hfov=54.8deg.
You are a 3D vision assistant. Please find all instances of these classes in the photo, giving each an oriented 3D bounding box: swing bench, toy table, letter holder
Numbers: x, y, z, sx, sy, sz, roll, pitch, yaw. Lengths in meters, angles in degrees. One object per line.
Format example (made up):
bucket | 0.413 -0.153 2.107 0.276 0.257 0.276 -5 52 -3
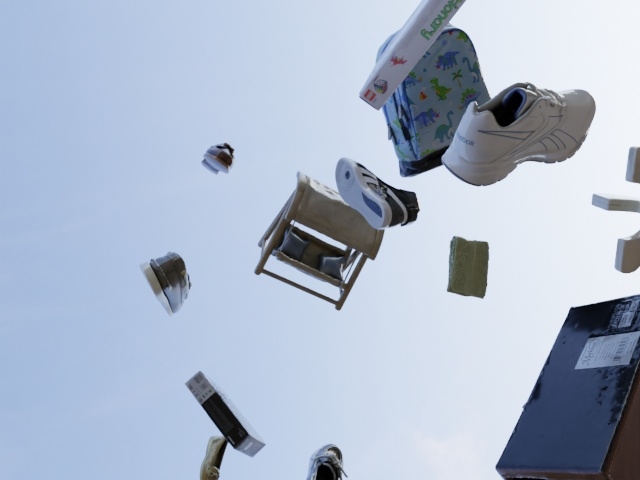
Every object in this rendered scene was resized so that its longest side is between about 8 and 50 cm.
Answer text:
swing bench | 0.000 0.000 1.583 0.253 0.165 0.254 25 -64 -15
toy table | 0.677 -0.060 1.221 0.161 0.274 0.252 -2 -87 -6
letter holder | 0.401 0.250 0.805 0.214 0.152 0.302 50 -126 -11

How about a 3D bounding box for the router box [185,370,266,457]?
router box | -0.199 0.368 1.303 0.046 0.179 0.133 -41 -28 -10

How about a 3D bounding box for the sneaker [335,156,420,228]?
sneaker | 0.122 -0.095 1.268 0.121 0.217 0.079 -2 -51 -30

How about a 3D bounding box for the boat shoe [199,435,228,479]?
boat shoe | -0.282 0.596 1.650 0.153 0.048 0.056 -80 -27 -43

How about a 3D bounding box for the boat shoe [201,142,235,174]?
boat shoe | -0.246 -0.208 1.515 0.073 0.207 0.073 40 -98 -19

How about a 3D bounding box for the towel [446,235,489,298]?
towel | 0.368 0.066 1.529 0.110 0.027 0.148 10 -101 -14

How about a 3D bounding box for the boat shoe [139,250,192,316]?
boat shoe | -0.351 0.104 1.463 0.091 0.305 0.109 -29 -102 -14

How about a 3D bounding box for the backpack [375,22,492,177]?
backpack | 0.281 -0.364 1.525 0.290 0.273 0.355 -20 -87 -1

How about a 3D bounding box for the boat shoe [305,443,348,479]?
boat shoe | 0.015 0.658 1.746 0.105 0.113 0.306 -48 -10 23

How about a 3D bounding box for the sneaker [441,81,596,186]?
sneaker | 0.324 -0.182 0.945 0.297 0.111 0.129 -25 -35 -26

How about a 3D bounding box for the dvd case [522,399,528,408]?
dvd case | 0.586 0.380 1.377 0.221 0.018 0.164 38 -85 -5

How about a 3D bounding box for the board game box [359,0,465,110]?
board game box | 0.190 -0.393 1.107 0.053 0.305 0.193 35 -141 -7
